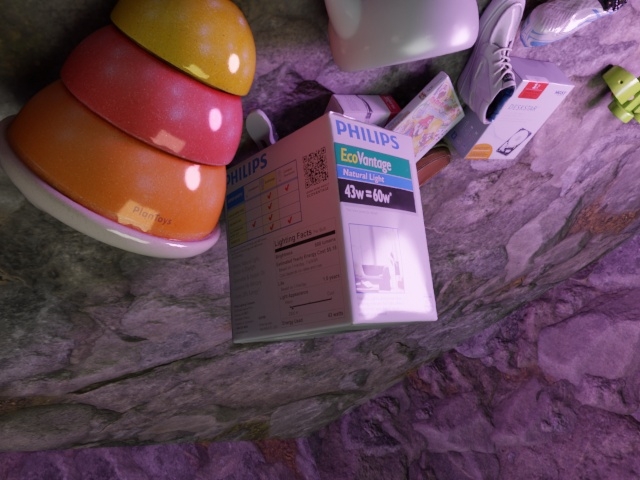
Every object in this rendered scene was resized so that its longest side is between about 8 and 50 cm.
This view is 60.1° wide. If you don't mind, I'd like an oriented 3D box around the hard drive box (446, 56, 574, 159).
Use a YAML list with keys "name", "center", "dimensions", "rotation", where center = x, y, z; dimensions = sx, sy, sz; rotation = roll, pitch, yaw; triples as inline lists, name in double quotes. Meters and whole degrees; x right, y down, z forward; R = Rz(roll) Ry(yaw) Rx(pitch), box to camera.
- name: "hard drive box"
  center: [0.436, -0.302, 1.293]
  dimensions: [0.181, 0.089, 0.232]
  rotation: [-5, 144, -30]

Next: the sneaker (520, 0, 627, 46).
- name: "sneaker"
  center: [0.510, -0.462, 1.123]
  dimensions: [0.237, 0.085, 0.086]
  rotation: [-24, 176, -9]

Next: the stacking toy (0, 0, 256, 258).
- name: "stacking toy"
  center: [-0.202, -0.245, 0.799]
  dimensions: [0.350, 0.350, 0.480]
  rotation: [18, 112, -49]

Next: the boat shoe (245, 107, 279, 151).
- name: "boat shoe"
  center: [-0.111, -0.215, 1.089]
  dimensions: [0.049, 0.040, 0.142]
  rotation: [3, 152, 12]

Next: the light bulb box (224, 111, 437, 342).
- name: "light bulb box"
  center: [0.000, 0.000, 1.078]
  dimensions: [0.225, 0.361, 0.357]
  rotation: [5, 164, -41]

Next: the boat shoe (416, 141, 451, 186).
- name: "boat shoe"
  center: [0.200, -0.126, 1.379]
  dimensions: [0.307, 0.105, 0.110]
  rotation: [-32, 148, 11]

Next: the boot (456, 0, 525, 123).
- name: "boot"
  center: [0.365, -0.360, 1.118]
  dimensions: [0.095, 0.123, 0.258]
  rotation: [-15, 148, -16]

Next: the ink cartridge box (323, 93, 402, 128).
- name: "ink cartridge box"
  center: [0.078, -0.244, 1.154]
  dimensions: [0.150, 0.063, 0.109]
  rotation: [-7, 145, -29]

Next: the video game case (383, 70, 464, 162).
- name: "video game case"
  center: [0.216, -0.243, 1.209]
  dimensions: [0.206, 0.026, 0.227]
  rotation: [-44, 158, 11]

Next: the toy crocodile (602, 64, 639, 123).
- name: "toy crocodile"
  center: [0.844, -0.380, 1.463]
  dimensions: [0.340, 0.105, 0.115]
  rotation: [-2, 143, -40]

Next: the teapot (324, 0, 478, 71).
- name: "teapot"
  center: [0.126, -0.379, 0.869]
  dimensions: [0.252, 0.256, 0.187]
  rotation: [-7, 108, 11]
